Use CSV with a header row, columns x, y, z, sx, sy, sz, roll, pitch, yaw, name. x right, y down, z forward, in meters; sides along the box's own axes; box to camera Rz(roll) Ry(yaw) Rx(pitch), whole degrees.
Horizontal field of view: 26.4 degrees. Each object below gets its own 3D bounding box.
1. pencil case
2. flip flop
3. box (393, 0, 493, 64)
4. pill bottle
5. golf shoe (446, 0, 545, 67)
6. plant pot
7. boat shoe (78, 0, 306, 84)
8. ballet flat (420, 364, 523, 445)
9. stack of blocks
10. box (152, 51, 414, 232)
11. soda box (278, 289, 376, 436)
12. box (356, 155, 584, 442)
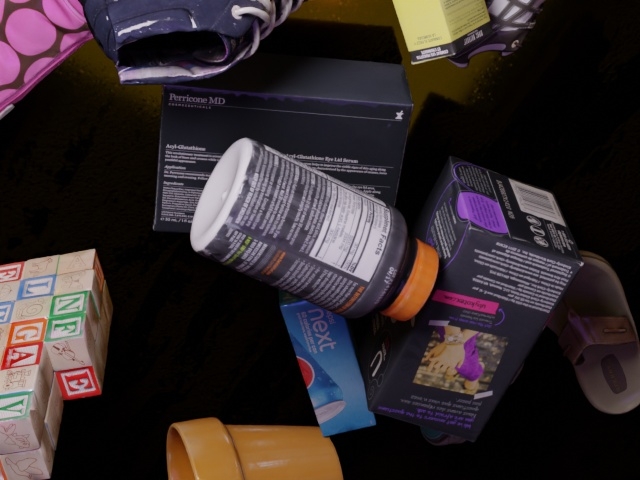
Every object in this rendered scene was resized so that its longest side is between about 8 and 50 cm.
x,y,z,sx,sy,sz,roll,pitch,yaw,name
-0.312,-0.199,1.409,0.209,0.095,0.098,-37,83,20,pencil case
0.333,0.121,1.664,0.112,0.080,0.277,-23,121,10,flip flop
0.096,-0.296,1.331,0.058,0.087,0.232,-6,110,40,box
0.000,0.000,1.416,0.246,0.130,0.130,25,117,-19,pill bottle
0.204,-0.249,1.427,0.198,0.077,0.094,-22,125,22,golf shoe
-0.077,0.311,1.703,0.188,0.205,0.205,-9,124,-17,plant pot
-0.064,-0.235,1.326,0.341,0.158,0.127,-12,143,-10,boat shoe
0.204,0.175,1.709,0.068,0.072,0.213,10,127,-43,ballet flat
-0.331,0.136,1.498,0.171,0.297,0.087,-9,122,3,stack of blocks
-0.045,-0.102,1.482,0.261,0.103,0.184,4,126,-7,box
0.009,0.135,1.659,0.071,0.067,0.210,-14,122,5,soda box
0.163,0.069,1.568,0.143,0.165,0.270,18,120,-15,box
